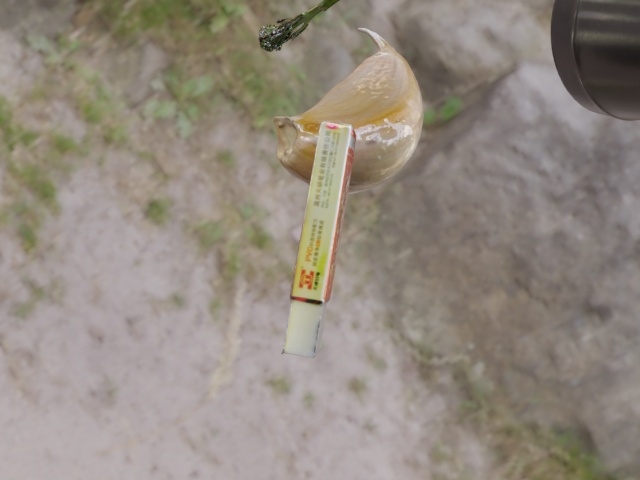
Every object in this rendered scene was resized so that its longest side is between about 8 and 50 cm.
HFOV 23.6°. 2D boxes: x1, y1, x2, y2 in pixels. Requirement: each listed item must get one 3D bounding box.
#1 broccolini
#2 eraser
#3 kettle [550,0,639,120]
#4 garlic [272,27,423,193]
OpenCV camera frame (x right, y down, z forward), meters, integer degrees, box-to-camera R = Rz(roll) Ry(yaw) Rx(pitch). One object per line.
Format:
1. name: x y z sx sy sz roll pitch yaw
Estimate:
1. broccolini: -0.019 -0.277 1.870 0.030 0.140 0.035 32 35 -45
2. eraser: 0.000 0.000 1.540 0.157 0.038 0.230 5 95 -88
3. kettle: 0.417 -0.230 1.592 0.251 0.271 0.207 -46 124 -19
4. garlic: 0.051 -0.156 1.969 0.164 0.145 0.245 43 53 -4
